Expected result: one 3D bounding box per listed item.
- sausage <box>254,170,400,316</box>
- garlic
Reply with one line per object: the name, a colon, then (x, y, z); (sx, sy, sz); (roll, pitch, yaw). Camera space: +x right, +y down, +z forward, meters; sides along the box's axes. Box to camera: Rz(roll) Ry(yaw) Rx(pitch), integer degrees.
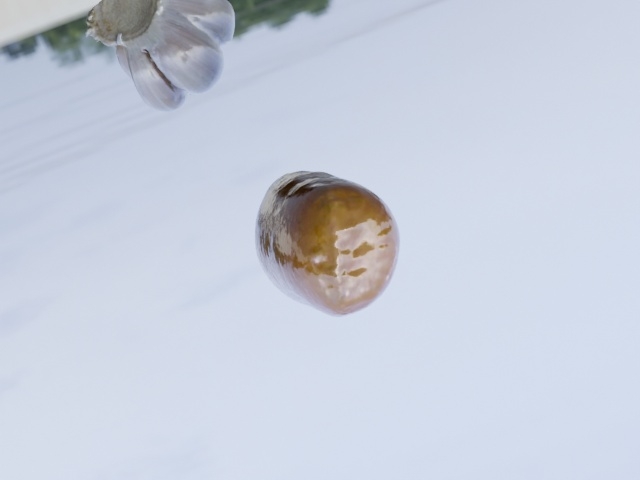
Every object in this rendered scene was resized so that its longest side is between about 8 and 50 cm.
sausage: (0.000, 0.000, 1.039); (0.098, 0.098, 0.238); (-22, -172, -9)
garlic: (-0.144, -0.188, 1.466); (0.131, 0.127, 0.194); (-56, 163, -7)
